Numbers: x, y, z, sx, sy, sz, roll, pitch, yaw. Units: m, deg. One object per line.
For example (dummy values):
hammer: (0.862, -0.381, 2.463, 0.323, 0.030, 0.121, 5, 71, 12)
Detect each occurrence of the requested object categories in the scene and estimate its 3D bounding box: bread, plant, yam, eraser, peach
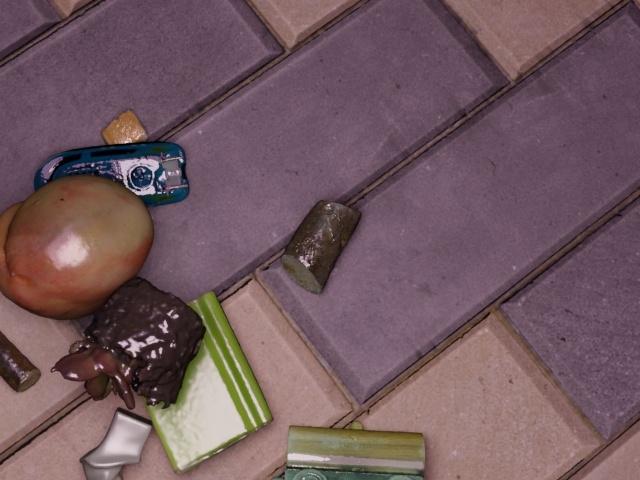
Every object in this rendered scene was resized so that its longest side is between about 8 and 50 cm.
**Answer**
bread: (-0.393, -0.212, 1.806, 0.083, 0.035, 0.070, -38, 80, -3)
plant: (-0.315, 0.189, 1.548, 0.178, 0.204, 0.234, 26, 66, 17)
yam: (0.000, 0.000, 1.736, 0.107, 0.107, 0.183, 30, 75, 5)
yam: (-0.638, 0.176, 1.695, 0.274, 0.061, 0.061, 42, 79, 9)
eraser: (-0.229, 0.262, 1.670, 0.210, 0.092, 0.274, -28, 77, -7)
peach: (-0.444, 0.019, 1.612, 0.292, 0.292, 0.247, -35, 104, -9)

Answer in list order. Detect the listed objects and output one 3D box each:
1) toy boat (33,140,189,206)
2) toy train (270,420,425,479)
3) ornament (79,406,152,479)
toy boat: (-0.407, -0.121, 1.743, 0.298, 0.092, 0.134, -8, 94, -4)
toy train: (0.058, 0.429, 1.640, 0.307, 0.126, 0.189, 3, 44, -1)
ornament: (-0.382, 0.439, 1.610, 0.120, 0.130, 0.285, 12, 69, -8)
